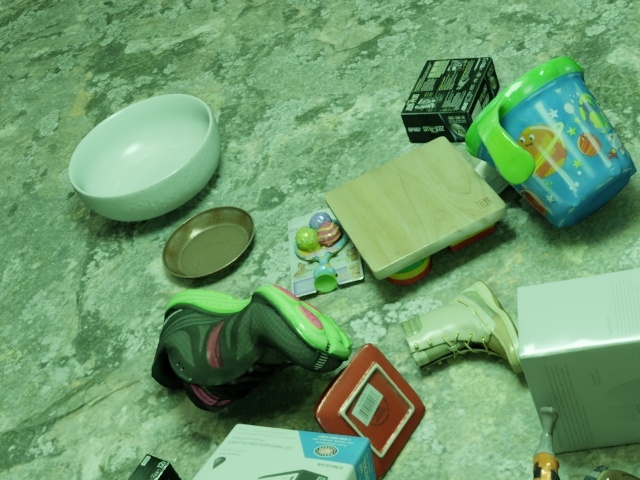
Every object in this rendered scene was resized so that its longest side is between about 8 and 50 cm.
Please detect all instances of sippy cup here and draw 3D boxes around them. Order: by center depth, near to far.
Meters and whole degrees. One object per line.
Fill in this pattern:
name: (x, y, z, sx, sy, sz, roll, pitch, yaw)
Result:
sippy cup: (0.403, -0.152, 1.840, 0.305, 0.240, 0.224, -31, 73, -18)

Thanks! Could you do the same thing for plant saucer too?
plant saucer: (-0.216, 0.012, 2.146, 0.198, 0.036, 0.199, -14, 41, 12)

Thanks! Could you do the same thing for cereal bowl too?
cereal bowl: (-0.359, -0.159, 2.328, 0.338, 0.141, 0.339, -15, 41, 13)

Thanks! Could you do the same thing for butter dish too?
butter dish: (0.054, 0.262, 1.665, 0.118, 0.160, 0.160, -11, 34, 54)

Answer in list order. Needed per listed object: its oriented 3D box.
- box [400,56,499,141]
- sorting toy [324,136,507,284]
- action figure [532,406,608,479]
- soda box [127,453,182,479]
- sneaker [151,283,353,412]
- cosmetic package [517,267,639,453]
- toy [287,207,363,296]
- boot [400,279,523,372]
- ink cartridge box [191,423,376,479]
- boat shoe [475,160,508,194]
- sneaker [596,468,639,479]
box: (0.263, -0.284, 2.195, 0.147, 0.078, 0.180, 1, 46, 28)
sorting toy: (0.173, -0.041, 1.958, 0.255, 0.089, 0.257, -26, 40, -4)
action figure: (0.355, 0.413, 1.357, 0.341, 0.178, 0.330, 26, 62, 9)
soda box: (-0.292, 0.423, 1.707, 0.053, 0.060, 0.169, 11, 51, 35)
sneaker: (-0.120, 0.190, 1.764, 0.482, 0.185, 0.202, -9, 52, 56)
cosmetic package: (0.404, 0.166, 1.503, 0.224, 0.224, 0.138, -11, 42, 16)
toy: (0.000, 0.000, 2.032, 0.136, 0.056, 0.237, -16, 40, 8)
boot: (0.226, 0.163, 1.717, 0.165, 0.077, 0.213, -25, 34, -1)
ink cartridge box: (-0.077, 0.394, 1.487, 0.223, 0.129, 0.307, 3, 25, 23)
boat shoe: (0.354, -0.147, 2.007, 0.066, 0.063, 0.184, 0, 36, 43)
sneaker: (0.417, 0.327, 1.281, 0.188, 0.071, 0.066, 37, 55, 11)
